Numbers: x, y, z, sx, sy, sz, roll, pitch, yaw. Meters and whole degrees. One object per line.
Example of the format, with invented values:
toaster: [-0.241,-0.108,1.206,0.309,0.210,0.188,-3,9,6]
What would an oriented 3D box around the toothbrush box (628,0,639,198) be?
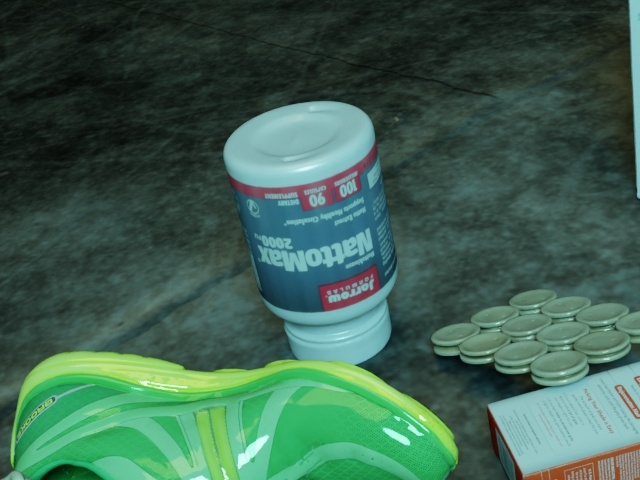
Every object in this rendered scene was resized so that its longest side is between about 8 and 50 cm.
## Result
toothbrush box: [0.402,-0.142,0.818,0.295,0.216,0.126,4,34,28]

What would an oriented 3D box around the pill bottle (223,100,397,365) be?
pill bottle: [0.000,0.000,0.767,0.107,0.180,0.108,-10,31,6]

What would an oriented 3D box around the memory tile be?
memory tile: [0.156,0.065,0.725,0.113,0.012,0.148,-21,15,-26]

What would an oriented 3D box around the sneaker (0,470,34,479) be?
sneaker: [-0.163,0.194,0.578,0.252,0.111,0.103,7,36,29]

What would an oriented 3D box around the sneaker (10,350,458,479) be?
sneaker: [-0.059,0.143,0.659,0.295,0.109,0.124,-1,56,16]

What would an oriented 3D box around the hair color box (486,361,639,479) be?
hair color box: [0.181,0.118,0.642,0.141,0.043,0.072,-15,30,-2]
